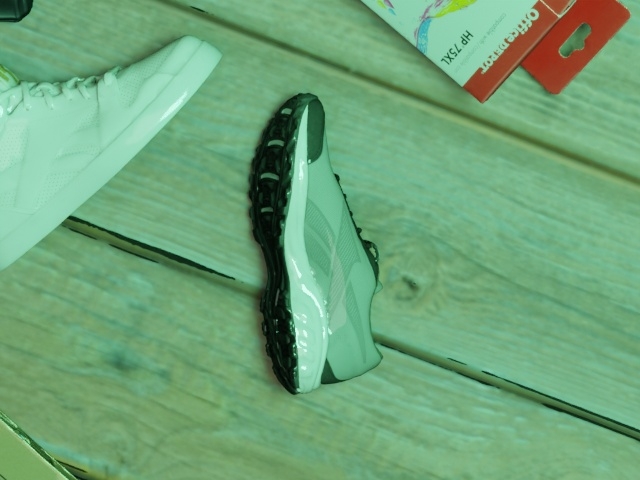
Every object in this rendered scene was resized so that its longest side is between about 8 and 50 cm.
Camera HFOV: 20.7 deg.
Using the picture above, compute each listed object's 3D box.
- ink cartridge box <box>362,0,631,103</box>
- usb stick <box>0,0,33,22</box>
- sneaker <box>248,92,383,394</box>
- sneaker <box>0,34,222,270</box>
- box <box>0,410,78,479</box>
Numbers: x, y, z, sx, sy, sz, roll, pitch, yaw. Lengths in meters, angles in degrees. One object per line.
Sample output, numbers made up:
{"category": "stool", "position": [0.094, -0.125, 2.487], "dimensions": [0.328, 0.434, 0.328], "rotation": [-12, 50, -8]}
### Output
{"category": "ink cartridge box", "position": [0.136, -0.216, 1.513], "dimensions": [0.231, 0.078, 0.134], "rotation": [40, 139, 0]}
{"category": "usb stick", "position": [-0.399, -0.235, 1.595], "dimensions": [0.278, 0.045, 0.077], "rotation": [0, 107, 3]}
{"category": "sneaker", "position": [0.000, 0.000, 1.600], "dimensions": [0.108, 0.100, 0.271], "rotation": [-7, 97, -20]}
{"category": "sneaker", "position": [-0.242, -0.122, 1.575], "dimensions": [0.292, 0.108, 0.169], "rotation": [-40, 99, 10]}
{"category": "box", "position": [-0.350, 0.258, 1.692], "dimensions": [0.164, 0.021, 0.201], "rotation": [43, 99, -5]}
